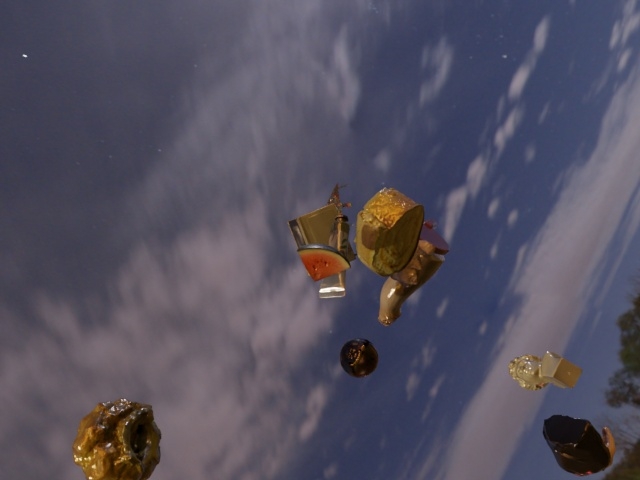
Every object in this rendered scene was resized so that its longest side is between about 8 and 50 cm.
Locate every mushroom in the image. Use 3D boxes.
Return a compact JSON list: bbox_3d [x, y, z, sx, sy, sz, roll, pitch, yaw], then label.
[{"bbox_3d":[0.360,0.199,2.268,0.177,0.126,0.397,25,-69,-36],"label":"mushroom"}]

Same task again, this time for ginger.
[{"bbox_3d":[0.318,0.077,1.983,0.080,0.166,0.333,-38,-24,-24],"label":"ginger"}]

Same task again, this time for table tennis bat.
[{"bbox_3d":[0.417,-0.042,2.157,0.051,0.268,0.414,-57,-12,19],"label":"table tennis bat"}]

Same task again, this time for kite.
[{"bbox_3d":[0.073,-0.136,2.076,0.010,0.160,0.183,-11,-85,-38],"label":"kite"}]

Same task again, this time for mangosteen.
[{"bbox_3d":[0.147,0.438,1.971,0.152,0.152,0.153,-27,-52,-40],"label":"mangosteen"}]

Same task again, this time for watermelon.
[{"bbox_3d":[-0.007,0.052,1.281,0.135,0.125,0.094,19,-87,-31],"label":"watermelon"}]

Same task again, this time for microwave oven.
[{"bbox_3d":[0.000,0.000,1.775,0.163,0.129,0.205,-22,-86,-24],"label":"microwave oven"}]

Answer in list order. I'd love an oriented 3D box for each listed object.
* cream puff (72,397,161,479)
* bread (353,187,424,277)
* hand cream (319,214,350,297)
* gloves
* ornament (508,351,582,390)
[{"bbox_3d":[-0.574,0.582,1.548,0.281,0.282,0.185,4,-46,-51],"label":"cream puff"},{"bbox_3d":[0.181,-0.012,1.471,0.185,0.124,0.257,-18,-49,-31],"label":"bread"},{"bbox_3d":[0.052,0.046,1.631,0.058,0.091,0.272,43,-132,-50],"label":"hand cream"},{"bbox_3d":[0.755,0.605,1.545,0.301,0.197,0.153,26,-110,-35],"label":"gloves"},{"bbox_3d":[0.760,0.439,1.774,0.130,0.285,0.120,39,-112,-6],"label":"ornament"}]
